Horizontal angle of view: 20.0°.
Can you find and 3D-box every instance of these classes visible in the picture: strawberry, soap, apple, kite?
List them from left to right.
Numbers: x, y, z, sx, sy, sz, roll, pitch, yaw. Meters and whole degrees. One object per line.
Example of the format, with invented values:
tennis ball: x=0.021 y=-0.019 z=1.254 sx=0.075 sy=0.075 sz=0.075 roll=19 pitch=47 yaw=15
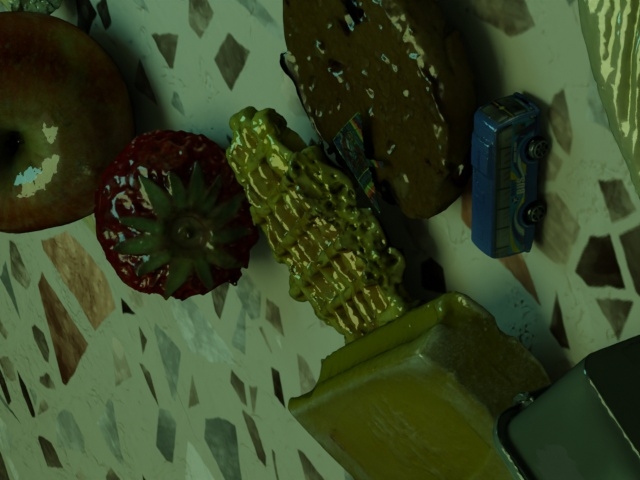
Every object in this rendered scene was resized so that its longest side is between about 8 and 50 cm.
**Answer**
apple: x=-0.380 y=-0.159 z=2.329 sx=0.301 sy=0.302 sz=0.301 roll=37 pitch=137 yaw=44
strawberry: x=-0.178 y=-0.048 z=2.177 sx=0.244 sy=0.205 sz=0.205 roll=-123 pitch=23 yaw=-66
kite: x=0.039 y=-0.083 z=1.801 sx=0.090 sy=0.004 sz=0.122 roll=30 pitch=143 yaw=51
soap: x=0.112 y=0.176 z=1.825 sx=0.199 sy=0.091 sz=0.315 roll=45 pitch=152 yaw=-8

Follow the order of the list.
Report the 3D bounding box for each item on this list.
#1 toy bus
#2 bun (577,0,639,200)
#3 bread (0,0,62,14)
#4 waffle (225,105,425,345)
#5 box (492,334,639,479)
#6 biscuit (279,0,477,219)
toy bus: x=0.171 y=-0.058 z=1.673 sx=0.051 sy=0.061 sz=0.153 roll=42 pitch=143 yaw=48
bun: x=0.339 y=-0.136 z=1.174 sx=0.352 sy=0.227 sz=0.349 roll=38 pitch=138 yaw=39
bread: x=-0.398 y=-0.369 z=2.401 sx=0.177 sy=0.084 sz=0.119 roll=43 pitch=140 yaw=39
waffle: x=0.003 y=-0.002 z=1.934 sx=0.307 sy=0.060 sz=0.311 roll=27 pitch=147 yaw=55
box: x=0.281 y=0.198 z=1.565 sx=0.243 sy=0.163 sz=0.135 roll=58 pitch=140 yaw=21
biscuit: x=0.062 y=-0.162 z=1.772 sx=0.296 sy=0.075 sz=0.296 roll=45 pitch=151 yaw=35
